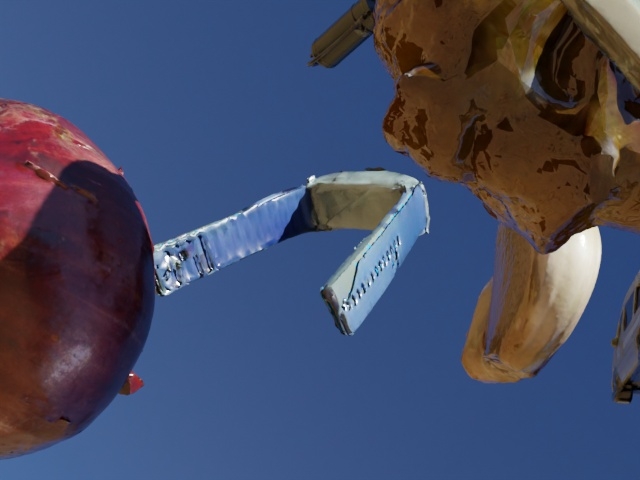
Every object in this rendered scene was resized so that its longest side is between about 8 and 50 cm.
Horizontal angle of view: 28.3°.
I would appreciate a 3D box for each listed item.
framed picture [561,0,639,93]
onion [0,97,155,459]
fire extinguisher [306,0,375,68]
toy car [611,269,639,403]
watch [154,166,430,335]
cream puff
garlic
[{"bbox_3d":[0.105,-0.182,0.434,0.250,0.184,0.016,55,-13,18],"label":"framed picture"},{"bbox_3d":[-0.254,0.027,0.942,0.276,0.276,0.276,30,-47,38],"label":"onion"},{"bbox_3d":[0.014,-0.143,0.900,0.025,0.038,0.083,54,-47,-1],"label":"fire extinguisher"},{"bbox_3d":[0.376,0.095,1.368,0.256,0.101,0.124,82,9,-69],"label":"toy car"},{"bbox_3d":[0.012,0.000,1.241,0.276,0.274,0.068,10,-66,45],"label":"watch"},{"bbox_3d":[0.158,-0.113,0.833,0.269,0.241,0.155,51,1,3],"label":"cream puff"},{"bbox_3d":[0.235,0.039,1.349,0.217,0.110,0.228,130,-30,-78],"label":"garlic"}]
